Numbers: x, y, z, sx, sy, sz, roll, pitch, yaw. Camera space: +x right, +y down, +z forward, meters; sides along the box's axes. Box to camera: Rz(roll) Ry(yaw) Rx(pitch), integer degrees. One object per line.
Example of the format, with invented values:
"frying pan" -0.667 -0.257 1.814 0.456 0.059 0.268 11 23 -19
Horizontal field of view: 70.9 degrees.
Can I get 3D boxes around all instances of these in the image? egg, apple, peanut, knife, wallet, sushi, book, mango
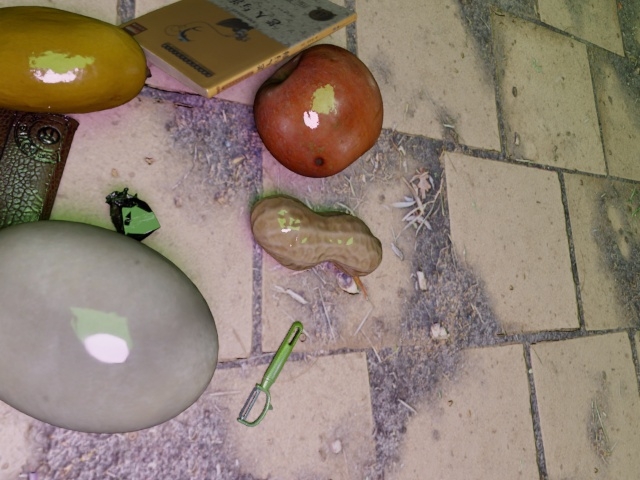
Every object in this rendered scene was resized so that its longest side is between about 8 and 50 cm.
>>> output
"egg" -0.309 0.118 0.617 0.352 0.258 0.258 39 65 -16
"apple" 0.001 -0.238 0.869 0.253 0.253 0.253 6 77 -27
"peanut" 0.000 0.000 0.886 0.298 0.120 0.136 14 98 -26
"knife" -0.081 0.251 0.849 0.054 0.015 0.212 37 65 -18
"wallet" -0.476 -0.099 0.693 0.133 0.039 0.243 14 71 -21
"sushi" -0.314 -0.040 0.743 0.056 0.083 0.085 -28 92 -29
"book" -0.149 -0.412 0.858 0.269 0.032 0.389 36 58 22
"mango" -0.432 -0.267 0.675 0.331 0.142 0.195 -12 43 -25
